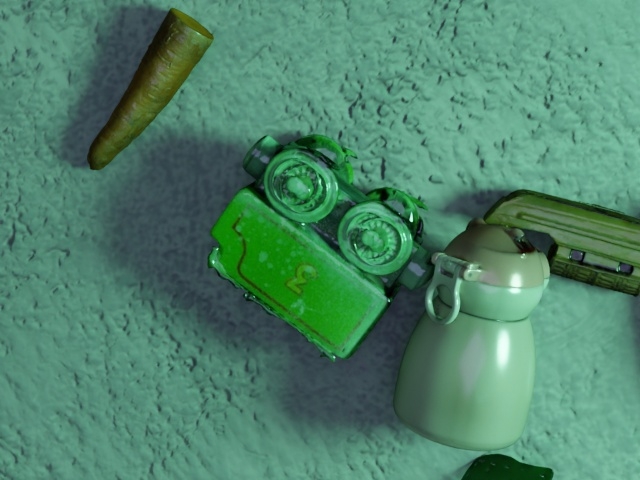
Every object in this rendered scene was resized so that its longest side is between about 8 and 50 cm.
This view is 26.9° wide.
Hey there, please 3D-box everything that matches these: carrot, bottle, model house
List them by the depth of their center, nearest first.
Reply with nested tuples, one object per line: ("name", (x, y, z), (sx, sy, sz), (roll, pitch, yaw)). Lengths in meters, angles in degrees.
("bottle", (0.170, 0.093, 1.443), (0.148, 0.147, 0.236), (12, 105, 4))
("model house", (0.197, 0.332, 1.489), (0.167, 0.117, 0.088), (-51, 124, -30))
("carrot", (-0.203, -0.163, 1.526), (0.061, 0.061, 0.209), (36, 101, 2))

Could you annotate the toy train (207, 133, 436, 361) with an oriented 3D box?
("toy train", (0.000, 0.000, 1.482), (0.243, 0.132, 0.188), (38, 104, 1))

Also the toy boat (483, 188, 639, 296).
("toy boat", (0.291, 0.003, 1.485), (0.226, 0.068, 0.088), (14, 103, 3))
